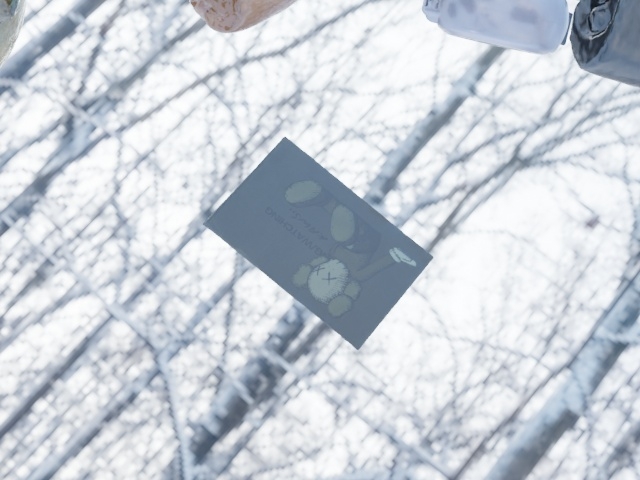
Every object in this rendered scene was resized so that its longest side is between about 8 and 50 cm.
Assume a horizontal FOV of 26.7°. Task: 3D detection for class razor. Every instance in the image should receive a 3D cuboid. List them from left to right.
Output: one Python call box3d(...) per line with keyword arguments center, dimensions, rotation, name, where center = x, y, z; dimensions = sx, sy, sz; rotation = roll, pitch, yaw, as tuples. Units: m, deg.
box3d(center=(0.439, -0.235, 1.456), dimensions=(0.107, 0.326, 0.189), rotation=(-115, -143, -61), name="razor")

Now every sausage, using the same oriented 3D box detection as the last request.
box3d(center=(-0.040, -0.346, 1.613), dimensions=(0.121, 0.304, 0.121), rotation=(27, -45, 30), name="sausage")

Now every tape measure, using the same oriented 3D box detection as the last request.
box3d(center=(0.248, -0.311, 1.802), dimensions=(0.178, 0.105, 0.196), rotation=(21, 11, 41), name="tape measure")

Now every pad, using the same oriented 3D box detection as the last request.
box3d(center=(0.000, 0.000, 1.288), dimensions=(0.190, 0.127, 0.004), rotation=(39, -24, 3), name="pad")

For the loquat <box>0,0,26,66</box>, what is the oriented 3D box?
box3d(center=(-0.548, -0.346, 1.860), dimensions=(0.359, 0.328, 0.328), rotation=(12, -37, 36), name="loquat")
